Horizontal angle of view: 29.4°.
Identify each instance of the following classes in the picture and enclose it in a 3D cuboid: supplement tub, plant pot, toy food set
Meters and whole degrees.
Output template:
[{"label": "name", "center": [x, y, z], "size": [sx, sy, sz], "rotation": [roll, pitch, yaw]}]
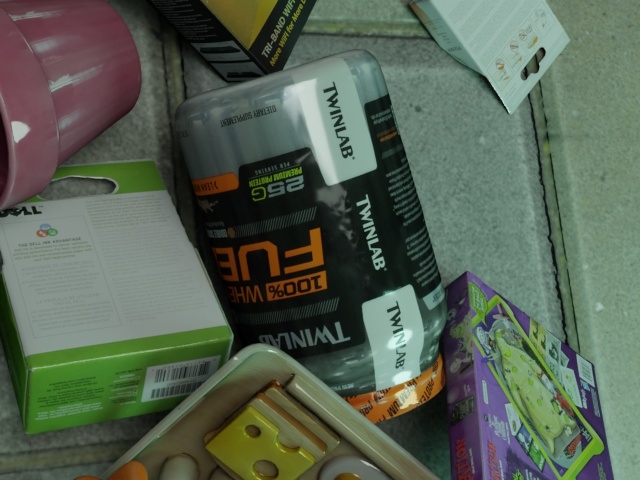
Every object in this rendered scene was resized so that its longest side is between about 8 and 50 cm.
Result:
[{"label": "supplement tub", "center": [0.000, 0.000, 1.182], "size": [0.207, 0.207, 0.337], "rotation": [-21, 99, -25]}, {"label": "plant pot", "center": [-0.276, -0.148, 1.137], "size": [0.180, 0.201, 0.201], "rotation": [-31, 92, -41]}, {"label": "toy food set", "center": [-0.028, 0.254, 1.121], "size": [0.306, 0.220, 0.092], "rotation": [41, 29, -11]}]

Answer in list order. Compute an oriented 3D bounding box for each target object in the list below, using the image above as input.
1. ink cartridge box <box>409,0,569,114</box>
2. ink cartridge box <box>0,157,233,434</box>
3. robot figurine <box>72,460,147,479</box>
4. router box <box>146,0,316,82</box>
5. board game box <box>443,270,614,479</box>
[{"label": "ink cartridge box", "center": [0.203, -0.260, 1.444], "size": [0.145, 0.045, 0.179], "rotation": [-50, 118, -24]}, {"label": "ink cartridge box", "center": [-0.215, 0.042, 1.173], "size": [0.189, 0.097, 0.255], "rotation": [-7, 47, -23]}, {"label": "robot figurine", "center": [-0.217, 0.295, 1.070], "size": [0.219, 0.158, 0.128], "rotation": [-46, 55, 2]}, {"label": "router box", "center": [-0.079, -0.356, 1.256], "size": [0.243, 0.081, 0.308], "rotation": [43, 63, -42]}, {"label": "board game box", "center": [0.211, 0.205, 1.213], "size": [0.208, 0.056, 0.346], "rotation": [40, 31, -25]}]
